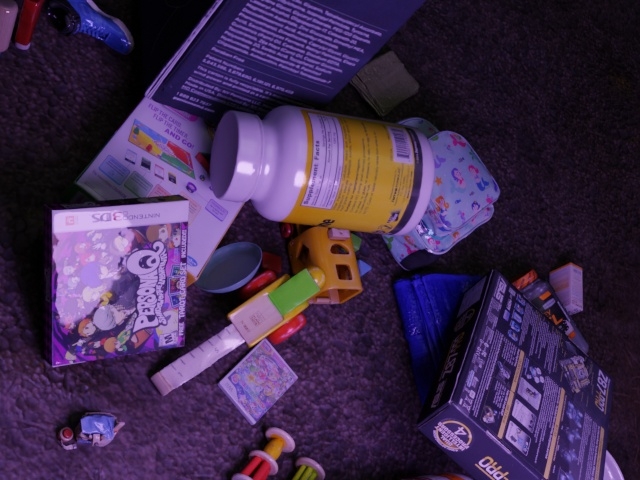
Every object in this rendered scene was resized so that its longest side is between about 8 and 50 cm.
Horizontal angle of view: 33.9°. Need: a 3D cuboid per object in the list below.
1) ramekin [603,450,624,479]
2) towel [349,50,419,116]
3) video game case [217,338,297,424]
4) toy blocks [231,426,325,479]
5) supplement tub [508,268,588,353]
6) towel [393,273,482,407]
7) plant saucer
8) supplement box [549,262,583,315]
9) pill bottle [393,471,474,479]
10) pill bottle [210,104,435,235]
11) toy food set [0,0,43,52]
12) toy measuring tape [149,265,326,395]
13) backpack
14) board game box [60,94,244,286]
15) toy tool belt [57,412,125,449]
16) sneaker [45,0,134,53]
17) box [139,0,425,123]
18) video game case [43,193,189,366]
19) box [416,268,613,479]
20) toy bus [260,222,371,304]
[{"bbox_3d":[0.445,0.462,1.892,0.207,0.109,0.207,15,61,-29],"label":"ramekin"},{"bbox_3d":[0.128,-0.315,2.095,0.110,0.027,0.148,53,50,-2],"label":"towel"},{"bbox_3d":[-0.099,0.225,1.679,0.087,0.011,0.122,51,49,-5],"label":"video game case"},{"bbox_3d":[-0.073,0.377,1.595,0.123,0.054,0.148,46,50,-8],"label":"toy blocks"},{"bbox_3d":[0.419,0.157,2.016,0.117,0.117,0.190,-31,87,-41],"label":"supplement tub"},{"bbox_3d":[0.263,0.207,1.906,0.227,0.076,0.308,0,68,-35],"label":"towel"},{"bbox_3d":[-0.145,0.048,1.677,0.119,0.119,0.021,-54,133,-39],"label":"plant saucer"},{"bbox_3d":[0.500,0.103,2.136,0.036,0.062,0.098,24,57,-26],"label":"supplement box"},{"bbox_3d":[0.068,0.472,1.539,0.392,0.224,0.224,1,68,-36],"label":"pill bottle"},{"bbox_3d":[0.000,-0.116,1.702,0.334,0.188,0.188,7,64,-23],"label":"pill bottle"},{"bbox_3d":[-0.497,-0.365,1.646,0.111,0.104,0.232,21,38,-11],"label":"toy food set"},{"bbox_3d":[-0.127,0.141,1.664,0.330,0.121,0.121,-35,90,-18],"label":"toy measuring tape"},{"bbox_3d":[0.186,-0.101,1.938,0.225,0.191,0.253,-32,84,-40],"label":"backpack"},{"bbox_3d":[-0.235,-0.110,1.709,0.242,0.064,0.316,40,51,-13],"label":"board game box"},{"bbox_3d":[-0.322,0.265,1.473,0.083,0.051,0.052,1,68,-35],"label":"toy tool belt"},{"bbox_3d":[-0.383,-0.349,1.721,0.152,0.058,0.084,45,47,-8],"label":"sneaker"},{"bbox_3d":[-0.065,-0.504,1.705,0.297,0.472,0.480,15,51,-31],"label":"box"},{"bbox_3d":[-0.293,0.055,1.514,0.210,0.042,0.232,-5,107,-33],"label":"video game case"},{"bbox_3d":[0.344,0.269,1.762,0.318,0.097,0.395,40,35,-7],"label":"box"},{"bbox_3d":[0.007,0.011,1.797,0.202,0.104,0.191,43,50,-11],"label":"toy bus"}]
